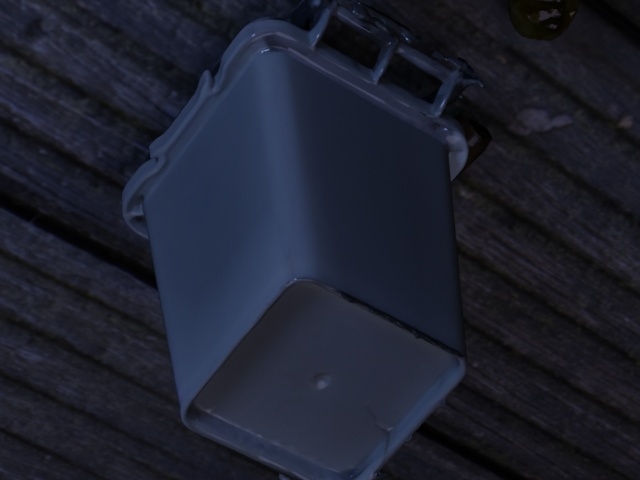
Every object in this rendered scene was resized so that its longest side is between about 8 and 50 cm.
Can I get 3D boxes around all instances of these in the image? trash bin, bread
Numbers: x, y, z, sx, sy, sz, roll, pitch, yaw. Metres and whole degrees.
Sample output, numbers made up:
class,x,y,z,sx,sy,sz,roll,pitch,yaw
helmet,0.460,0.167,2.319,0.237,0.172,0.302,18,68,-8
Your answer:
class,x,y,z,sx,sy,sz,roll,pitch,yaw
trash bin,0.000,0.000,1.564,0.256,0.368,0.296,30,117,-23
bread,0.195,-0.225,1.642,0.066,0.060,0.110,-32,138,-27

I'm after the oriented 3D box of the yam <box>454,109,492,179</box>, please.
class,x,y,z,sx,sy,sz,roll,pitch,yaw
yam,0.042,0.001,1.798,0.045,0.045,0.327,40,113,-11
